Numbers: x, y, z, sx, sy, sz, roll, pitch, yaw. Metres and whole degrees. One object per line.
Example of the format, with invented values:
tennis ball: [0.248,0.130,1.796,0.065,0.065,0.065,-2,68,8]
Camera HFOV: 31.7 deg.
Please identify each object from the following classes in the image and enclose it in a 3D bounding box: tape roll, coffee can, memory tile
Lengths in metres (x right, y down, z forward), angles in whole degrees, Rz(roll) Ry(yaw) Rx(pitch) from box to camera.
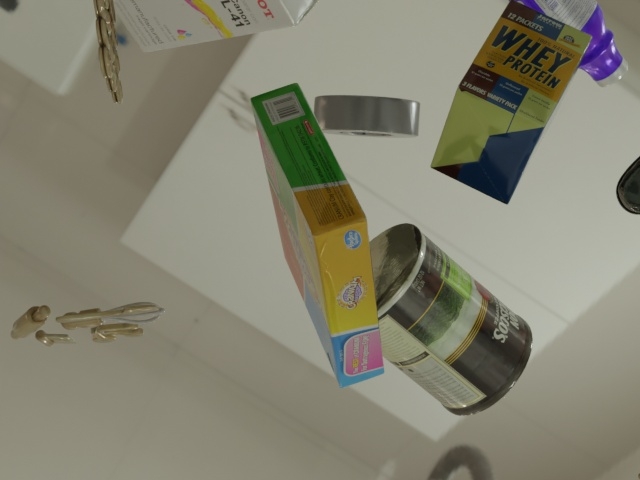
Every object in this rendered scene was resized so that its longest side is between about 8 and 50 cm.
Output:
tape roll: [0.094,-0.254,2.321,0.219,0.219,0.072,-158,-110,-81]
coffee can: [0.184,0.132,1.859,0.201,0.275,0.201,-40,-155,23]
memory tile: [-0.252,-0.243,1.336,0.113,0.012,0.148,91,-10,-72]

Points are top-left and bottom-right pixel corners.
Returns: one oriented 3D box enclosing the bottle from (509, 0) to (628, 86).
bottle: [0.448,-0.396,2.034,0.118,0.283,0.092,-53,-157,-15]

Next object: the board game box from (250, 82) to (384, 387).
board game box: [0.000,0.000,1.409,0.316,0.064,0.242,80,-11,-50]

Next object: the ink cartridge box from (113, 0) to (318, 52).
ink cartridge box: [-0.172,-0.402,1.583,0.306,0.226,0.131,-1,-136,39]

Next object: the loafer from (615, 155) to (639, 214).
loafer: [0.543,-0.122,1.590,0.267,0.096,0.084,-27,173,7]

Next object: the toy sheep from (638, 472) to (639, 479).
toy sheep: [0.484,0.328,1.508,0.091,0.132,0.091,-23,-132,29]

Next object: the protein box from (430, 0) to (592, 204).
protein box: [0.283,-0.205,1.689,0.201,0.136,0.200,-58,170,-31]

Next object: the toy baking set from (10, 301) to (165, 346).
toy baking set: [-0.334,0.113,1.624,0.256,0.196,0.030,145,-59,-60]
